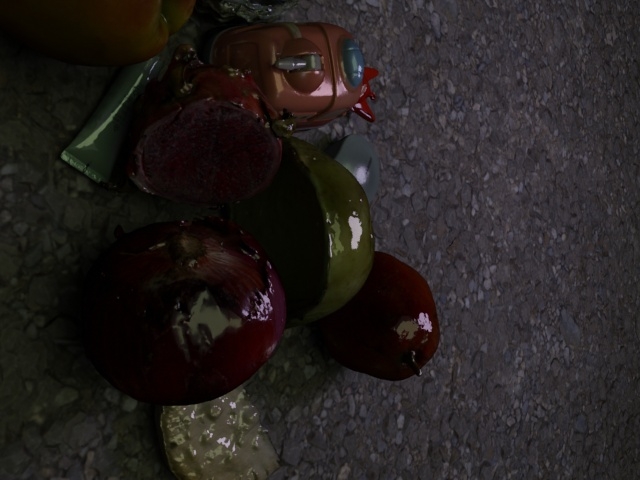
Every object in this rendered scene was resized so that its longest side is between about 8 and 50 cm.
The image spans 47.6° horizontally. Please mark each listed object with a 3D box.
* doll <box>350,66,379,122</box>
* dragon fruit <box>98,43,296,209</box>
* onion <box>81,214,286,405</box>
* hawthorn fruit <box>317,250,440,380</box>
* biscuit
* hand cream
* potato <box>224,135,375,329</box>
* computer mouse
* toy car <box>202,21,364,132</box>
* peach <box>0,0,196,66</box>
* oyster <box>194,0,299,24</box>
[{"bbox_3d":[0.046,-0.296,1.366,0.169,0.057,0.109,16,75,-44],"label":"doll"},{"bbox_3d":[-0.175,-0.157,1.022,0.211,0.282,0.147,65,12,-46],"label":"dragon fruit"},{"bbox_3d":[-0.182,0.099,0.981,0.276,0.276,0.276,2,88,-45],"label":"onion"},{"bbox_3d":[0.116,0.147,1.284,0.224,0.261,0.224,-10,115,-22],"label":"hawthorn fruit"},{"bbox_3d":[-0.164,0.299,1.123,0.179,0.084,0.281,-49,122,-35],"label":"biscuit"},{"bbox_3d":[-0.290,-0.182,1.039,0.078,0.050,0.204,40,66,-40],"label":"hand cream"},{"bbox_3d":[0.000,0.000,1.136,0.213,0.280,0.330,0,92,-38],"label":"potato"},{"bbox_3d":[0.038,-0.096,1.345,0.128,0.079,0.230,42,65,-32],"label":"computer mouse"},{"bbox_3d":[-0.045,-0.266,1.166,0.271,0.212,0.180,-14,99,-44],"label":"toy car"},{"bbox_3d":[-0.306,-0.363,0.863,0.332,0.308,0.307,25,68,-9],"label":"peach"},{"bbox_3d":[-0.147,-0.425,1.158,0.268,0.112,0.198,38,42,-28],"label":"oyster"}]
